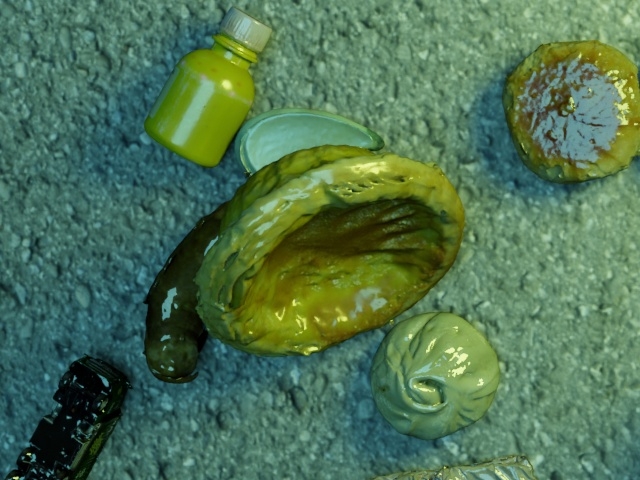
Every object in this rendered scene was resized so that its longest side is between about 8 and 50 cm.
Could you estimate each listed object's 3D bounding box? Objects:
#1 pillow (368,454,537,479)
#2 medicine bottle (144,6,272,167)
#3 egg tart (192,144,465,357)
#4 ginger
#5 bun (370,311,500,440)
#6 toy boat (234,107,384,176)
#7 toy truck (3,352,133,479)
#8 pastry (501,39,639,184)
[{"bbox_3d":[0.185,0.379,1.889,0.248,0.049,0.135,-10,86,10],"label":"pillow"},{"bbox_3d":[-0.147,-0.219,1.903,0.122,0.122,0.212,32,98,10],"label":"medicine bottle"},{"bbox_3d":[0.000,0.000,1.779,0.388,0.388,0.169,-32,58,12],"label":"egg tart"},{"bbox_3d":[-0.160,0.054,1.927,0.133,0.107,0.309,34,95,24],"label":"ginger"},{"bbox_3d":[0.150,0.185,1.862,0.183,0.102,0.183,0,89,13],"label":"bun"},{"bbox_3d":[-0.018,-0.119,1.912,0.208,0.079,0.134,9,102,2],"label":"toy boat"},{"bbox_3d":[-0.366,0.291,1.972,0.088,0.121,0.259,31,99,11],"label":"toy truck"},{"bbox_3d":[0.335,-0.171,1.811,0.182,0.093,0.192,-6,91,15],"label":"pastry"}]
